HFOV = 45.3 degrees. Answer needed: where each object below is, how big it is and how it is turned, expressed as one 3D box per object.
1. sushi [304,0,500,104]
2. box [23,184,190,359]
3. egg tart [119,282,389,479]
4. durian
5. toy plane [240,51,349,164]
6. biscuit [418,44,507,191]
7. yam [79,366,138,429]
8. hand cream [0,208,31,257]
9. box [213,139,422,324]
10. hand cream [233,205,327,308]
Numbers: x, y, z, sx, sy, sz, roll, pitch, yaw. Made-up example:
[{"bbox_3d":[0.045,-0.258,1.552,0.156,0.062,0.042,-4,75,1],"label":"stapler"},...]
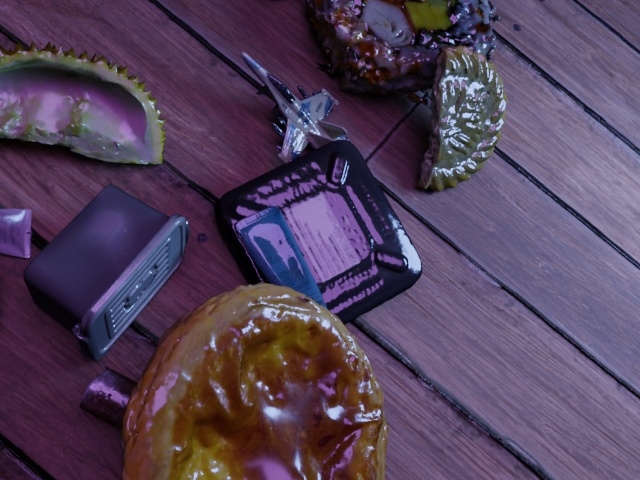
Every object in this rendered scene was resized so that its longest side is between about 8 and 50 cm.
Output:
[{"bbox_3d":[0.172,-0.451,1.513,0.418,0.176,0.417,7,67,-16],"label":"sushi"},{"bbox_3d":[-0.323,0.040,1.159,0.135,0.163,0.243,32,62,7],"label":"box"},{"bbox_3d":[-0.089,0.278,1.078,0.443,0.178,0.443,13,70,-39],"label":"egg tart"},{"bbox_3d":[-0.419,-0.219,1.241,0.352,0.158,0.169,6,78,-20],"label":"durian"},{"bbox_3d":[-0.057,-0.238,1.390,0.262,0.088,0.192,41,58,-15],"label":"toy plane"},{"bbox_3d":[0.278,-0.226,1.440,0.187,0.036,0.273,-9,114,-29],"label":"biscuit"},{"bbox_3d":[-0.273,0.245,1.126,0.141,0.079,0.079,28,62,-3],"label":"yam"},{"bbox_3d":[-0.521,-0.017,1.181,0.142,0.053,0.084,7,65,-32],"label":"hand cream"},{"bbox_3d":[0.000,0.000,1.300,0.289,0.073,0.290,-27,84,-18],"label":"box"},{"bbox_3d":[-0.053,0.053,1.218,0.083,0.048,0.224,-25,78,-19],"label":"hand cream"}]
